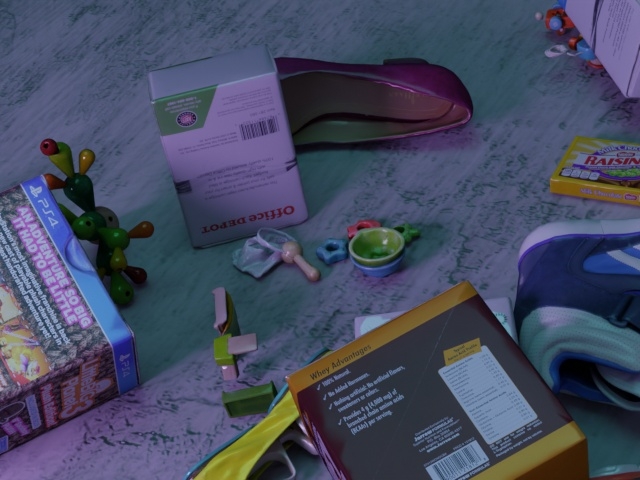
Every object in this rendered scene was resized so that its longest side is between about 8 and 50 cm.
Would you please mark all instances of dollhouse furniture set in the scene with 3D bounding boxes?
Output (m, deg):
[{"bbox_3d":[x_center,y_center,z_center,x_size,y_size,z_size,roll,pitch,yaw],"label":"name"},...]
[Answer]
[{"bbox_3d":[-0.082,0.121,1.474,0.059,0.076,0.151,-12,47,5],"label":"dollhouse furniture set"}]

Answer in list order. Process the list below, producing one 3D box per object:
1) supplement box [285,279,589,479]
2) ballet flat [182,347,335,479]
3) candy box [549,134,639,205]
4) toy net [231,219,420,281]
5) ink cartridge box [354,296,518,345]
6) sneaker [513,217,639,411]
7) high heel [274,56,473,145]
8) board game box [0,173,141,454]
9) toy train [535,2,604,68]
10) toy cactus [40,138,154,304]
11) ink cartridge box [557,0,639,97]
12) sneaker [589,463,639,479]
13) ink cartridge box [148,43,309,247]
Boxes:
[{"bbox_3d":[0.104,0.177,1.174,0.191,0.129,0.194,-28,53,-8],"label":"supplement box"},{"bbox_3d":[-0.041,0.207,1.363,0.077,0.077,0.231,38,59,21],"label":"ballet flat"},{"bbox_3d":[0.399,-0.082,1.642,0.206,0.027,0.105,10,39,26],"label":"candy box"},{"bbox_3d":[0.000,0.000,1.631,0.232,0.045,0.122,2,39,19],"label":"toy net"},{"bbox_3d":[0.123,0.213,1.265,0.165,0.065,0.332,-7,52,7],"label":"ink cartridge box"},{"bbox_3d":[0.363,0.085,1.367,0.323,0.130,0.236,-3,46,7],"label":"sneaker"},{"bbox_3d":[0.012,-0.177,1.782,0.377,0.127,0.181,-16,26,-10],"label":"high heel"},{"bbox_3d":[-0.381,0.105,1.450,0.291,0.141,0.232,-25,66,-17],"label":"board game box"},{"bbox_3d":[0.374,-0.291,1.910,0.125,0.046,0.166,-4,35,13],"label":"toy train"},{"bbox_3d":[-0.278,-0.028,1.660,0.112,0.219,0.180,-35,0,0],"label":"toy cactus"},{"bbox_3d":[0.475,-0.322,1.798,0.223,0.129,0.307,-1,37,-13],"label":"ink cartridge box"},{"bbox_3d":[0.327,0.241,1.233,0.158,0.061,0.065,-8,64,7],"label":"sneaker"},{"bbox_3d":[-0.115,-0.118,1.675,0.160,0.219,0.092,-13,34,-3],"label":"ink cartridge box"}]
